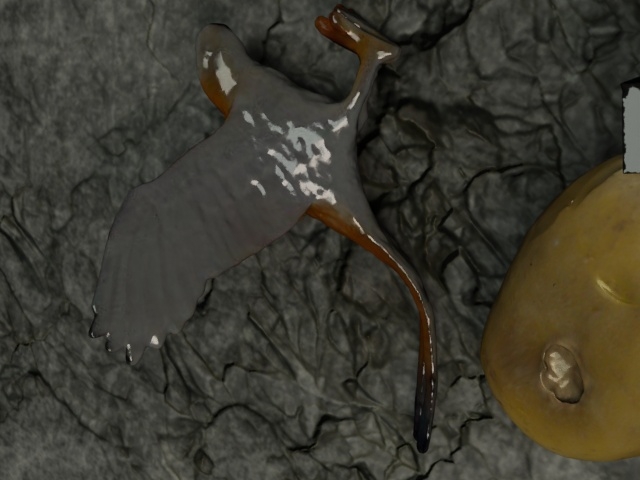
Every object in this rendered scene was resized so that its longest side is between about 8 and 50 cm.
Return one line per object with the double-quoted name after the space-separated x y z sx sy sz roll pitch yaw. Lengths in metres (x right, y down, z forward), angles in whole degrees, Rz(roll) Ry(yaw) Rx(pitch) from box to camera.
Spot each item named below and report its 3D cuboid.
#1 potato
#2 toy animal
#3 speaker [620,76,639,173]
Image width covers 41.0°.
0.206 0.049 0.573 0.150 0.146 0.233 -113 37 -46 "potato"
0.006 -0.023 0.655 0.284 0.225 0.302 22 98 -2 "toy animal"
0.224 -0.076 0.493 0.082 0.218 0.044 0 102 25 "speaker"
